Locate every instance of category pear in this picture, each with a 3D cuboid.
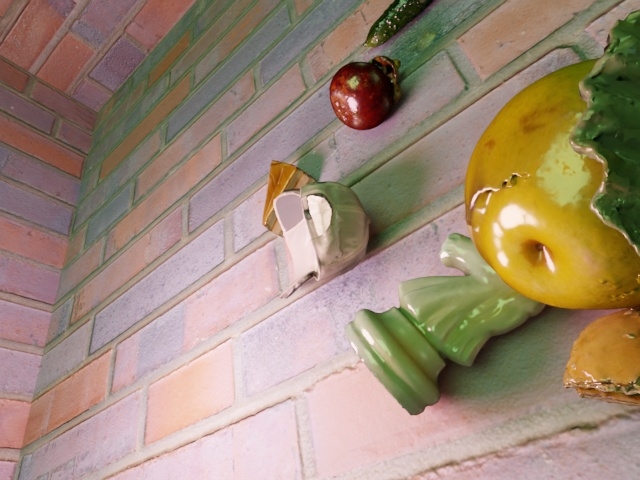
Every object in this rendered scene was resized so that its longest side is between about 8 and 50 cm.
[{"bbox_3d":[0.334,-0.070,0.538,0.284,0.336,0.285,25,123,46],"label":"pear"}]

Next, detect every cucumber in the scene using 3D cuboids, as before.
[{"bbox_3d":[0.190,-0.546,1.088,0.227,0.069,0.069,-37,46,28],"label":"cucumber"}]

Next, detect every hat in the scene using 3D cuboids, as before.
[{"bbox_3d":[-0.006,0.003,0.907,0.275,0.160,0.232,-46,40,50],"label":"hat"}]

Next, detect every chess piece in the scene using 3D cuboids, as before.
[{"bbox_3d":[0.192,0.100,0.670,0.298,0.176,0.176,-40,44,1],"label":"chess piece"}]

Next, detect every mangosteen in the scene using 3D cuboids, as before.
[{"bbox_3d":[0.113,-0.322,0.998,0.156,0.181,0.146,17,122,63],"label":"mangosteen"}]

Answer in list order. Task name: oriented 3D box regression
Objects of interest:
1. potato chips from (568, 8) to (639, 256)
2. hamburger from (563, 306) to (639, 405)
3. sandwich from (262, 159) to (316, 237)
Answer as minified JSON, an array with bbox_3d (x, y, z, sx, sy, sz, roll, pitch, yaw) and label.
[{"bbox_3d":[0.426,-0.091,0.335,0.428,0.070,0.359,21,91,12],"label":"potato chips"},{"bbox_3d":[0.398,0.124,0.461,0.261,0.124,0.131,-2,65,42],"label":"hamburger"},{"bbox_3d":[-0.100,-0.103,1.099,0.113,0.079,0.163,26,88,50],"label":"sandwich"}]
